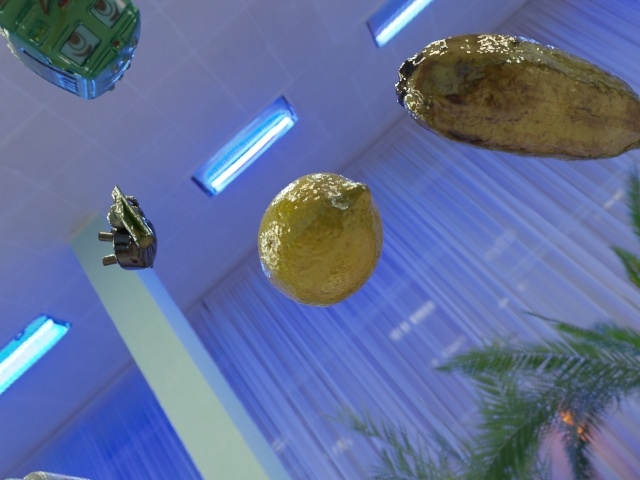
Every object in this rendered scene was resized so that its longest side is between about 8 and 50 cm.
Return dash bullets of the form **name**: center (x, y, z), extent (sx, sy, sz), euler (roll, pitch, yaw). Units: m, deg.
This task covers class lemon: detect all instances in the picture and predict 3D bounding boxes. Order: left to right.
- **lemon**: center (0.003, -0.008, 1.092), extent (0.228, 0.228, 0.254), euler (-10, -51, -43)

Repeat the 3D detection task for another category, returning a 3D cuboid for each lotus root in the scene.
- **lotus root**: center (0.200, -0.136, 0.575), extent (0.258, 0.097, 0.110), euler (7, -84, -10)

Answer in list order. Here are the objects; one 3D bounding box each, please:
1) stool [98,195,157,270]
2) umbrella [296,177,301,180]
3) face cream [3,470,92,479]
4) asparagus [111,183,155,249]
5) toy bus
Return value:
- **stool**: center (-0.468, -0.011, 1.444), extent (0.121, 0.125, 0.217), euler (1, -47, 8)
- **umbrella**: center (0.029, -0.104, 1.611), extent (0.248, 0.071, 0.071), euler (20, -65, -34)
- **face cream**: center (-0.633, 0.578, 1.357), extent (0.101, 0.101, 0.251), euler (-44, -41, 3)
- **asparagus**: center (-0.424, -0.056, 1.320), extent (0.045, 0.178, 0.041), euler (-38, -23, -7)
- **toy bus**: center (-0.423, -0.360, 1.029), extent (0.199, 0.343, 0.184), euler (37, -96, -20)
